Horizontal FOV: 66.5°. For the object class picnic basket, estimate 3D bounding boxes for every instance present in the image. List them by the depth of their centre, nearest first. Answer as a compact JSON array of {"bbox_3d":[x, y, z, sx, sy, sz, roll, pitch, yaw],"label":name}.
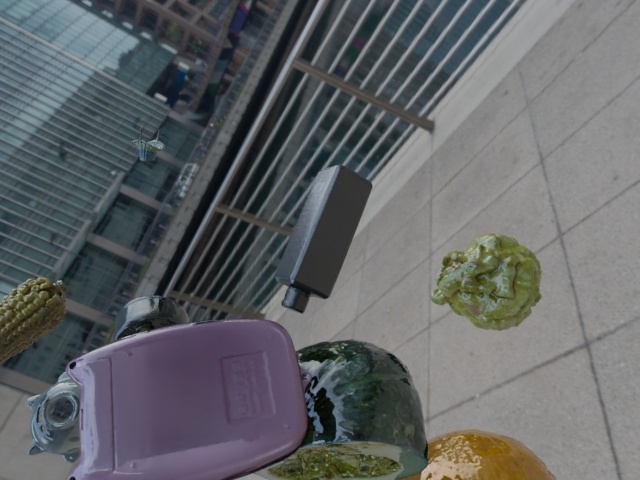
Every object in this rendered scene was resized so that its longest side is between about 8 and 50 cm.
[{"bbox_3d":[-0.410,-0.232,1.167,0.065,0.083,0.083,-18,-62,-63],"label":"picnic basket"}]

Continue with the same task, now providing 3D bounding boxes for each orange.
[{"bbox_3d":[0.303,0.513,0.880,0.293,0.341,0.340,-30,19,4],"label":"orange"}]

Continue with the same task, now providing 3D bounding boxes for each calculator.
[{"bbox_3d":[-0.152,0.190,0.586,0.043,0.294,0.194,104,155,-60],"label":"calculator"}]

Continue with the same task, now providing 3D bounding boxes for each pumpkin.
[{"bbox_3d":[0.015,0.262,0.778,0.293,0.263,0.197,-18,51,22],"label":"pumpkin"}]

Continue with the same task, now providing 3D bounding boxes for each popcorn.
[{"bbox_3d":[0.395,0.093,1.151,0.212,0.259,0.259,83,-152,-70],"label":"popcorn"}]

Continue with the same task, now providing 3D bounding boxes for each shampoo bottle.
[{"bbox_3d":[0.000,0.000,0.805,0.080,0.079,0.246,-3,62,64],"label":"shampoo bottle"}]

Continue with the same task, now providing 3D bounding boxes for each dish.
[{"bbox_3d":[-0.701,0.475,1.322,0.228,0.236,0.086,-34,-19,-27],"label":"dish"}]

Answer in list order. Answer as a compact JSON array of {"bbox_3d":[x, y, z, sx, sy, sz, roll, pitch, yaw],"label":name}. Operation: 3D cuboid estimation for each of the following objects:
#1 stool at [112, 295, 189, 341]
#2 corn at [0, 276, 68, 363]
[{"bbox_3d":[-0.353,0.230,1.039,0.139,0.153,0.228,-117,21,-55],"label":"stool"},{"bbox_3d":[-0.546,0.171,0.766,0.320,0.097,0.097,-39,3,-27],"label":"corn"}]
